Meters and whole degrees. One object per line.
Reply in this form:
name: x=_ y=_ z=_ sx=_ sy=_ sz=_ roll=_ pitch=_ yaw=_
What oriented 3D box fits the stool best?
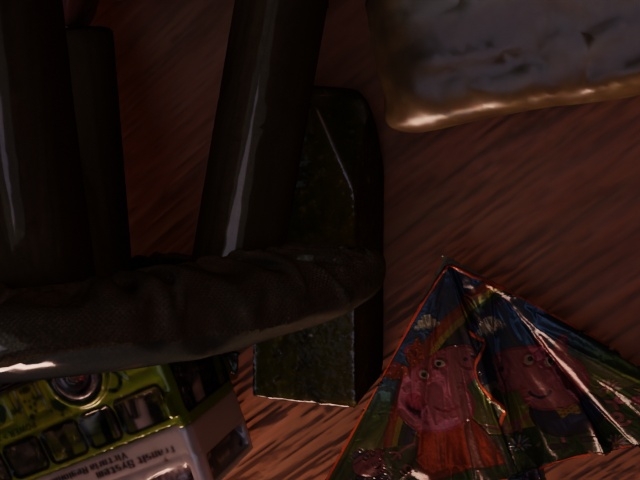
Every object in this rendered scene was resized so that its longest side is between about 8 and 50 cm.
stool: x=-0.159 y=-0.041 z=0.644 sx=0.310 sy=0.310 sz=0.226 roll=-8 pitch=91 yaw=40

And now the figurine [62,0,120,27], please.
figurine: x=-0.159 y=-0.209 z=0.778 sx=0.157 sy=0.114 sz=0.126 roll=8 pitch=147 yaw=8

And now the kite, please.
kite: x=0.116 y=0.118 z=0.771 sx=0.321 sy=0.016 sz=0.234 roll=-17 pitch=109 yaw=12

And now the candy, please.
candy: x=0.148 y=-0.136 z=0.700 sx=0.234 sy=0.102 sz=0.104 roll=-7 pitch=98 yaw=21

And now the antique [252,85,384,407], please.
antique: x=0.000 y=0.000 z=0.781 sx=0.080 sy=0.081 sz=0.221 roll=4 pitch=102 yaw=16

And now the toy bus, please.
toy bus: x=-0.208 y=0.157 z=0.866 sx=0.302 sy=0.113 sz=0.139 roll=-23 pitch=93 yaw=23
